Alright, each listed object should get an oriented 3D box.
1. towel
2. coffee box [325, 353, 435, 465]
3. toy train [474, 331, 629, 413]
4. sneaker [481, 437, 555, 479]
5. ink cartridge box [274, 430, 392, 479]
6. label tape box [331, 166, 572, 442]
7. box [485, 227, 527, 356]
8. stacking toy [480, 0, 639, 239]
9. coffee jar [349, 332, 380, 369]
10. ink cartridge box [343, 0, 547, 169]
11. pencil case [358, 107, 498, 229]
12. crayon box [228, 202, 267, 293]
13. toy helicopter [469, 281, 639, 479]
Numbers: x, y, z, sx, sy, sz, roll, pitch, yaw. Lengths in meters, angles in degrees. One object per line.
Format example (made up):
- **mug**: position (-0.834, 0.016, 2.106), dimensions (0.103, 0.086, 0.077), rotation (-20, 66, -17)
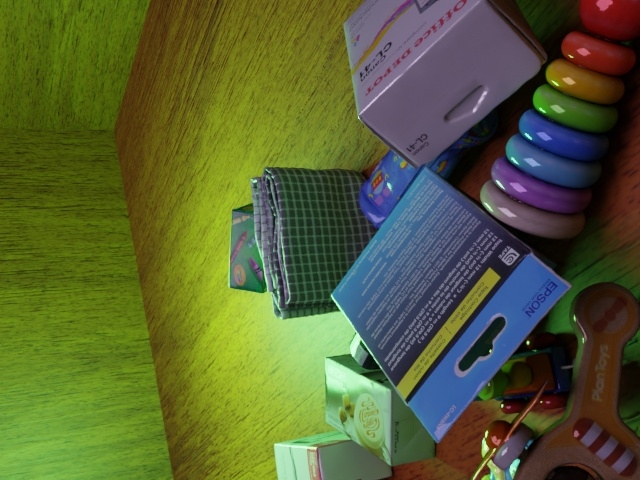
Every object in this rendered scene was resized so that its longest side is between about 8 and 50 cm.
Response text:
- **towel**: position (0.000, 0.000, 1.474), dimensions (0.121, 0.235, 0.283), rotation (-24, 72, 52)
- **coffee box**: position (0.106, 0.308, 1.438), dimensions (0.246, 0.098, 0.141), rotation (14, 105, 62)
- **toy train**: position (0.274, 0.184, 1.044), dimensions (0.248, 0.143, 0.105), rotation (-33, 64, 60)
- **sneaker**: position (0.288, 0.390, 1.097), dimensions (0.126, 0.091, 0.240), rotation (-8, 84, 63)
- **ink cartridge box**: position (0.021, 0.445, 1.556), dimensions (0.218, 0.159, 0.092), rotation (-28, 69, 61)
- **label tape box**: position (0.181, 0.084, 1.041), dimensions (0.249, 0.115, 0.347), rotation (-54, 35, 11)
- **box**: position (0.231, 0.063, 1.220), dimensions (0.175, 0.051, 0.220), rotation (42, 129, 55)
- **stacking toy**: position (0.316, -0.173, 0.950), dimensions (0.141, 0.141, 0.330), rotation (50, 132, 50)
- **coffee jar**: position (0.123, 0.148, 1.393), dimensions (0.079, 0.096, 0.184), rotation (58, 141, 39)
- **ink cartridge box**: position (0.157, -0.282, 1.068), dimensions (0.226, 0.131, 0.306), rotation (-41, 28, 26)
- **pencil case**: position (0.166, -0.123, 1.251), dimensions (0.306, 0.119, 0.133), rotation (123, 165, -50)
- **crayon box**: position (-0.100, -0.003, 1.646), dimensions (0.081, 0.278, 0.165), rotation (8, 104, 19)
- **toy helicopter**: position (0.309, 0.222, 0.929), dimensions (0.140, 0.235, 0.355), rotation (52, -132, -75)
